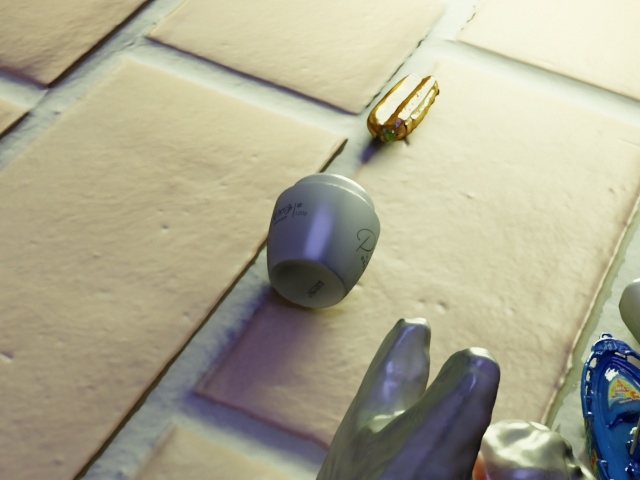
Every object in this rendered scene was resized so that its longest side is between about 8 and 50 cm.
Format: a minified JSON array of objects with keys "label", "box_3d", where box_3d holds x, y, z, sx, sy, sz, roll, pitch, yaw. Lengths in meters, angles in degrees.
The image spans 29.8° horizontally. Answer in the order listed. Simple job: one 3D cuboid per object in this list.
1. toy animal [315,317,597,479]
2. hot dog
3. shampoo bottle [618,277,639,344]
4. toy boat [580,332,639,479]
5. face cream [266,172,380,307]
[{"label":"toy animal","box_3d":[0.087,0.211,0.704,0.188,0.308,0.266,41,80,-14]},{"label":"hot dog","box_3d":[0.083,-0.128,1.176,0.049,0.037,0.122,14,37,25]},{"label":"shampoo bottle","box_3d":[0.342,0.137,0.897,0.153,0.071,0.284,-4,43,-9]},{"label":"toy boat","box_3d":[0.237,0.123,0.873,0.091,0.110,0.175,-2,42,-9]},{"label":"face cream","box_3d":[0.000,0.000,0.990,0.091,0.091,0.095,13,51,7]}]
